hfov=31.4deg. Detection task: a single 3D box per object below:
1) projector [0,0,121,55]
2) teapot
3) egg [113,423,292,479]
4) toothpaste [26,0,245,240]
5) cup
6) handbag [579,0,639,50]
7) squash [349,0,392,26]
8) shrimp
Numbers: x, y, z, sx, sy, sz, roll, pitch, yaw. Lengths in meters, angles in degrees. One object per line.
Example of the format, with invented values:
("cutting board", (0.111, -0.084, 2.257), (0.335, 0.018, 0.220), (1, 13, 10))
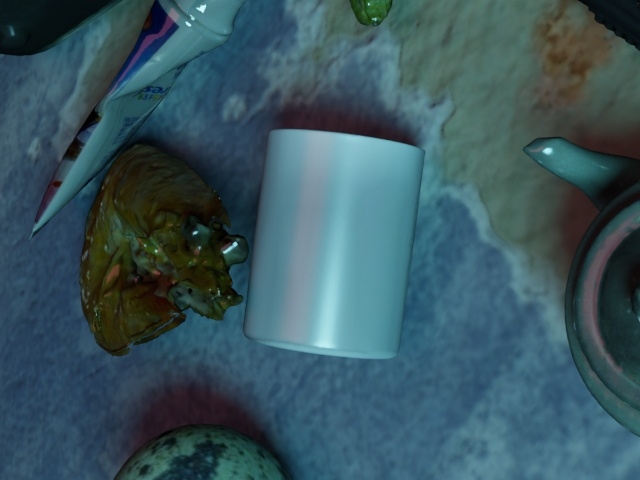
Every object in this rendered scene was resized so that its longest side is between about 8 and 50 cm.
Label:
("projector", (-0.252, -0.325, 0.759), (0.395, 0.405, 0.242), (-23, 70, 36))
("teapot", (0.187, 0.037, 0.513), (0.162, 0.149, 0.239), (-50, 56, 23))
("egg", (-0.074, 0.202, 0.723), (0.132, 0.132, 0.172), (1, 97, 40))
("toothpaste", (-0.139, -0.107, 0.852), (0.061, 0.096, 0.266), (39, 116, -7))
("cup", (0.010, 0.001, 0.716), (0.099, 0.136, 0.133), (6, 89, 7))
("handbag", (0.182, -0.246, 0.599), (0.244, 0.088, 0.275), (-53, 54, 17))
("squash", (0.031, -0.207, 0.726), (0.105, 0.105, 0.132), (-31, 81, 33))
("shrimp", (-0.115, 0.014, 0.782), (0.294, 0.062, 0.154), (20, 94, 66))
